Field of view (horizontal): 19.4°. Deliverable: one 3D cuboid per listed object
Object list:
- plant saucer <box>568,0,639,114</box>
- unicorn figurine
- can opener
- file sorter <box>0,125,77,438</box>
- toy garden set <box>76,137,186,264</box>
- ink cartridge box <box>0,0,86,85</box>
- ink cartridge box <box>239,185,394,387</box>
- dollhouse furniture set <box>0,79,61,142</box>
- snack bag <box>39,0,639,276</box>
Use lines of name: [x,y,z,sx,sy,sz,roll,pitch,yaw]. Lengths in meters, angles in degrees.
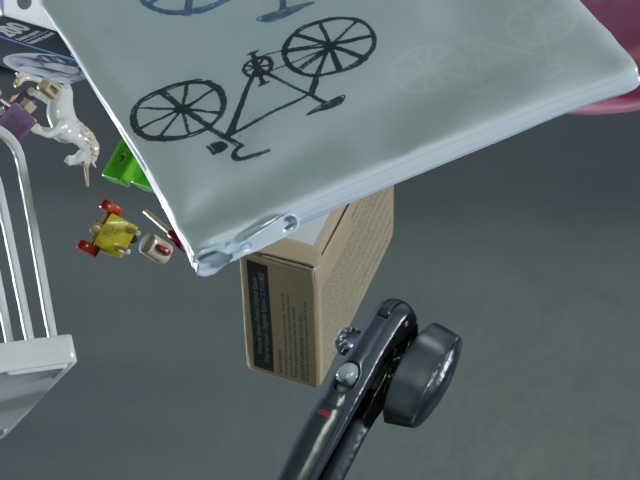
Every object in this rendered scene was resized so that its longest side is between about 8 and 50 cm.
plant saucer: [0.321,-0.259,2.021,0.332,0.084,0.332,-2,-31,-1]
unicorn figurine: [-0.341,-0.156,2.417,0.111,0.162,0.060,1,-10,-34]
can opener: [0.014,0.118,1.192,0.073,0.186,0.059,20,-24,43]
file sorter: [-0.300,0.043,1.261,0.193,0.173,0.278,-8,-12,-21]
toy garden set: [-0.174,-0.053,2.201,0.049,0.204,0.244,36,-12,-38]
ink cartridge box: [-0.291,-0.205,1.774,0.208,0.045,0.206,17,-11,-29]
ink cartridge box: [0.000,0.000,1.928,0.088,0.234,0.193,15,-41,16]
dollhouse furniture set: [-0.374,-0.183,2.158,0.114,0.091,0.081,43,-6,-26]
snack bag: [0.008,-0.136,1.249,0.323,0.342,0.037,-23,-46,-11]
